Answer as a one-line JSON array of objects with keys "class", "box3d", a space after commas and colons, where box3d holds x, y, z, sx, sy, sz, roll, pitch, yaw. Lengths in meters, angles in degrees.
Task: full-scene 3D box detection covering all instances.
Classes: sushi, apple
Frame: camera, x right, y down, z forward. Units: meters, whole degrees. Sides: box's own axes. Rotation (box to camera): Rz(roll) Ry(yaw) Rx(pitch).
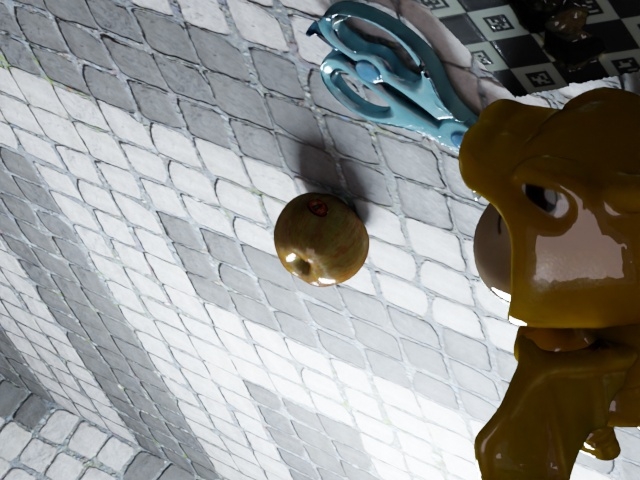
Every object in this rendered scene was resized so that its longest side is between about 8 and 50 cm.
[{"class": "sushi", "box3d": [0.196, -0.221, 1.403, 0.192, 0.050, 0.215, -9, 144, 39]}, {"class": "apple", "box3d": [-0.001, 0.001, 2.020, 0.126, 0.102, 0.126, 29, 154, 15]}]

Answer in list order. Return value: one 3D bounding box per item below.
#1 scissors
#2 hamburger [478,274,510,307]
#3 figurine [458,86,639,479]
[{"class": "scissors", "box3d": [0.152, -0.119, 1.679, 0.393, 0.032, 0.180, 35, 156, 3]}, {"class": "hamburger", "box3d": [0.241, 0.043, 1.832, 0.140, 0.062, 0.133, 19, 153, 27]}, {"class": "figurine", "box3d": [0.318, 0.045, 1.512, 0.401, 0.268, 0.387, -12, 123, 10]}]
